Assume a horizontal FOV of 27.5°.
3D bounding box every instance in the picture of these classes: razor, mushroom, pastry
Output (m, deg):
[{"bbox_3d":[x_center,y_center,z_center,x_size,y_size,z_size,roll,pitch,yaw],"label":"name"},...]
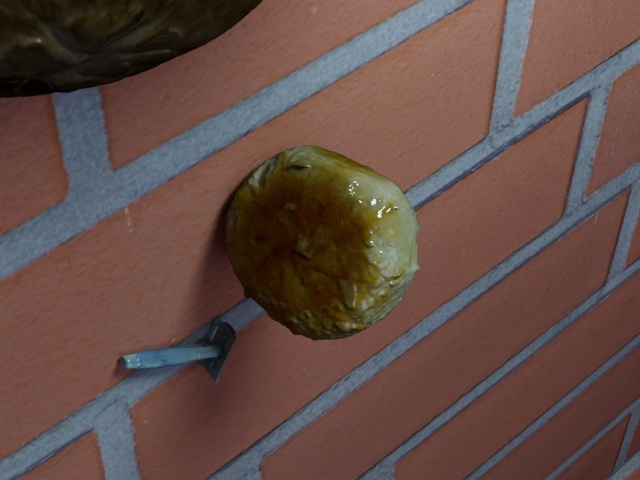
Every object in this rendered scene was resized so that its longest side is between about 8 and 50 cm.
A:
[{"bbox_3d":[-0.154,0.124,1.381,0.135,0.040,0.068,-4,126,-46],"label":"razor"},{"bbox_3d":[-0.168,-0.176,0.866,0.278,0.146,0.278,-12,160,-4],"label":"mushroom"},{"bbox_3d":[0.000,0.000,1.294,0.093,0.192,0.182,-14,138,-60],"label":"pastry"}]
